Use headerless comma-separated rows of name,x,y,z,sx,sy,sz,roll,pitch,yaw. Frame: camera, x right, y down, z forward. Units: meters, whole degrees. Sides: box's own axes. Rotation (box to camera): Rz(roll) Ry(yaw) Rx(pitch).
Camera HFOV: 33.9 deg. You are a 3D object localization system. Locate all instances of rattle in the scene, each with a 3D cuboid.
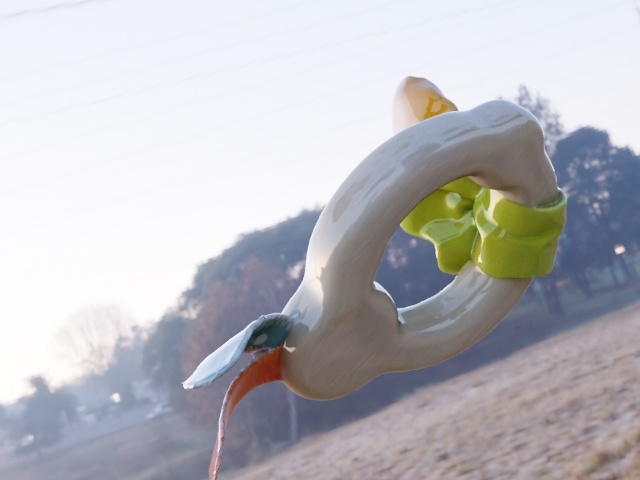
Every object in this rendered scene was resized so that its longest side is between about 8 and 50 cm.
rattle,0.000,0.000,0.479,0.200,0.142,0.130,-36,-28,-7
